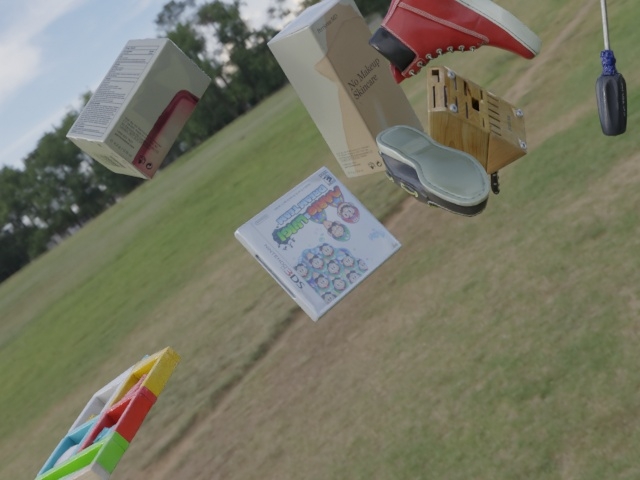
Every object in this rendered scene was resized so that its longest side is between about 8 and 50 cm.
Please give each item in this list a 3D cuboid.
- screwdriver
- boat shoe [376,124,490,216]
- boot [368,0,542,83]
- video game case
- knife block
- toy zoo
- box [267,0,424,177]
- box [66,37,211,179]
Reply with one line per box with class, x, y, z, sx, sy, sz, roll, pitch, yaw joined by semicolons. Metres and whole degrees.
screwdriver;0.228;-0.168;0.662;0.025;0.170;0.024;-17;13;-12
boat shoe;0.155;-0.086;1.109;0.081;0.069;0.228;-25;37;-14
boot;0.207;-0.300;1.274;0.176;0.244;0.088;-62;7;14
video game case;0.000;0.000;0.986;0.157;0.143;0.019;-38;-11;-31
knife block;0.214;-0.155;1.382;0.242;0.275;0.088;-30;49;45
toy zoo;-0.307;0.261;1.178;0.192;0.030;0.293;-33;18;31
box;0.052;-0.289;1.546;0.121;0.311;0.148;-7;35;47
box;-0.338;-0.248;1.527;0.148;0.127;0.232;14;69;46
